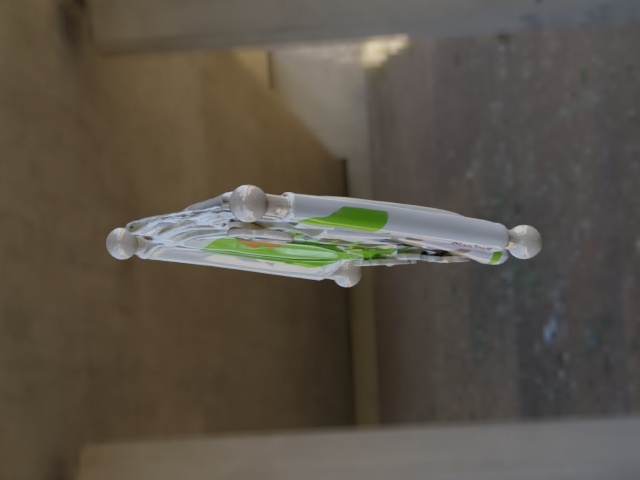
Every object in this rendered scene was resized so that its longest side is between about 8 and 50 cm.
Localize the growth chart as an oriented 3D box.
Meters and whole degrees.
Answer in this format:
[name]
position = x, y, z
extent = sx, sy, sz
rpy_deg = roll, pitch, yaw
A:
[growth chart]
position = 0.000, 0.000, 0.863
extent = 0.237, 0.172, 0.021
rpy_deg = 168, 107, -67
